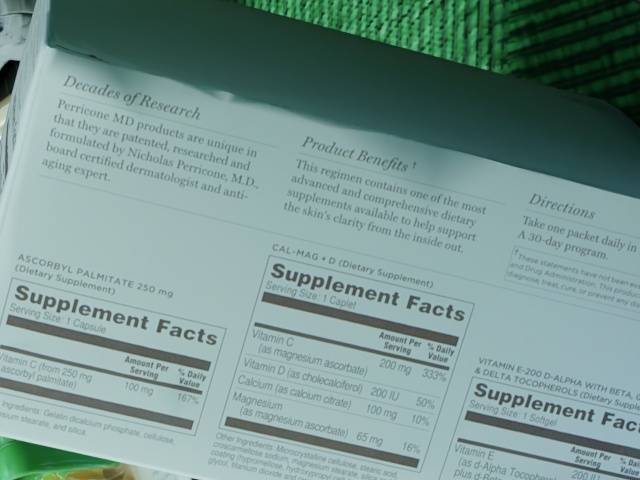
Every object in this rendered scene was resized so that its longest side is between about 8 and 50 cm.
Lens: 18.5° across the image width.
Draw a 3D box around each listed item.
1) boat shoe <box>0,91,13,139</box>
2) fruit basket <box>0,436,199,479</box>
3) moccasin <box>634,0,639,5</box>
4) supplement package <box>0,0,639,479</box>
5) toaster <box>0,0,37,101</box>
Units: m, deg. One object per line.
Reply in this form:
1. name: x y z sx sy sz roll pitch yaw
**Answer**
1. boat shoe: -0.191 0.018 1.227 0.342 0.123 0.123 -45 75 28
2. fruit basket: -0.150 0.235 1.126 0.327 0.165 0.353 -44 50 46
3. moccasin: 0.174 -0.262 0.735 0.139 0.147 0.380 -8 72 44
4. supplement package: 0.000 0.000 0.779 0.204 0.262 0.145 -114 40 -71
5. toaster: -0.217 -0.150 1.369 0.227 0.129 0.146 -45 50 43
